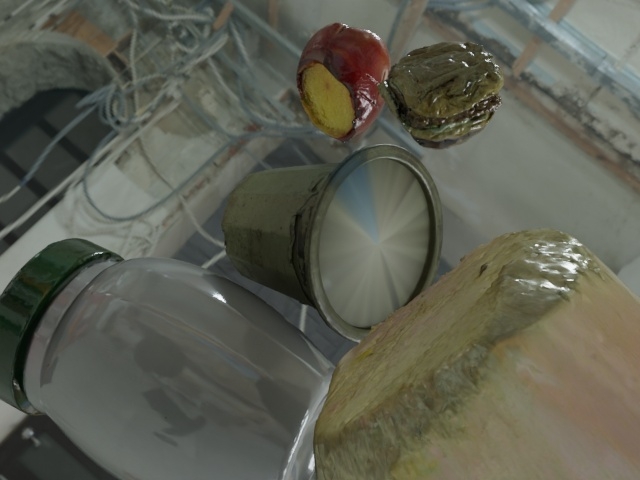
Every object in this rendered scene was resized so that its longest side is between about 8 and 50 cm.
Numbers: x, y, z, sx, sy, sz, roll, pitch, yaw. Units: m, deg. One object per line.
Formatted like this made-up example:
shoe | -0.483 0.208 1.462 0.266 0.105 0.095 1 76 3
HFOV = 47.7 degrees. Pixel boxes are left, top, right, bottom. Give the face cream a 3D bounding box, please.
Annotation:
face cream | -0.169 0.156 0.810 0.357 0.219 0.312 22 -41 14

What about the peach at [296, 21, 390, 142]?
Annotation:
peach | 0.043 -0.314 1.453 0.190 0.226 0.196 15 7 -1

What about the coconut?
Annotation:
coconut | 0.164 0.177 0.537 0.309 0.297 0.297 49 -19 -4

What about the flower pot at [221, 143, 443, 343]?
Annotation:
flower pot | 0.000 0.000 0.828 0.203 0.212 0.212 4 -40 46

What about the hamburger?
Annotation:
hamburger | 0.195 -0.236 1.170 0.206 0.183 0.130 -106 179 -54
